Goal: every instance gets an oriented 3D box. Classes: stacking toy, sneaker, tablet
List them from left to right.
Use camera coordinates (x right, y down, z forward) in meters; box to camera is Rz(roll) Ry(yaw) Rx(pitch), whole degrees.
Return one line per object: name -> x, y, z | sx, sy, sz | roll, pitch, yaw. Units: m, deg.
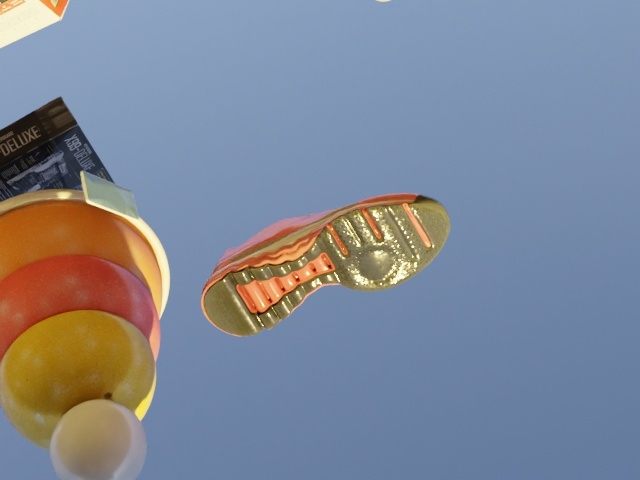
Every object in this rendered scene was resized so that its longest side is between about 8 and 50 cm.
stacking toy -> -0.340, 0.179, 1.378 | 0.351, 0.350, 0.480 | -21, -143, -9
tablet -> -0.268, -0.056, 1.283 | 0.006, 0.083, 0.054 | -39, -129, 24
sneaker -> -0.001, 0.000, 1.223 | 0.314, 0.116, 0.136 | -20, -150, 9

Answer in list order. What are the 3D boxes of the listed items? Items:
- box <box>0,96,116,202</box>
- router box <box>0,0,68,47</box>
box -> -0.470, -0.069, 1.695 | 0.242, 0.307, 0.076 | -32, -122, -7
router box -> -0.510, -0.336, 1.198 | 0.335, 0.301, 0.082 | -11, -126, 37
